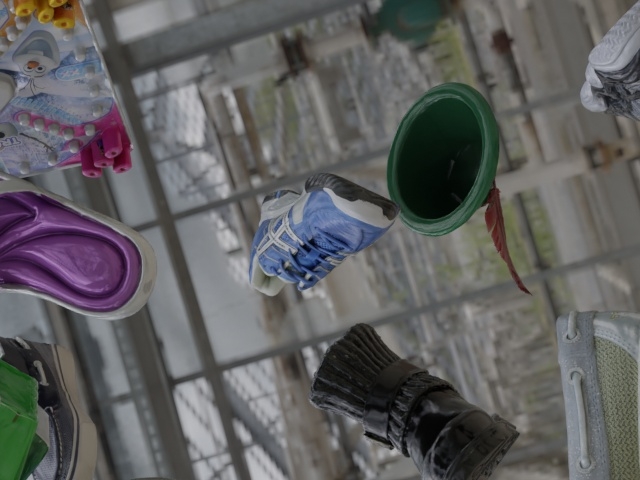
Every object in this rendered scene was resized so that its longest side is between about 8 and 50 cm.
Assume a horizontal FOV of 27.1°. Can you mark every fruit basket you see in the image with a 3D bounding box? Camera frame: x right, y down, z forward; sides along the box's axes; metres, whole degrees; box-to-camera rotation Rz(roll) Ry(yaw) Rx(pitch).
[{"bbox_3d":[-0.426,0.295,1.432,0.353,0.165,0.327,-65,14,1],"label":"fruit basket"}]

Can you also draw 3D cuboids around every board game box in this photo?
[{"bbox_3d":[-0.468,-0.175,1.721,0.390,0.389,0.050,80,177,-58],"label":"board game box"}]

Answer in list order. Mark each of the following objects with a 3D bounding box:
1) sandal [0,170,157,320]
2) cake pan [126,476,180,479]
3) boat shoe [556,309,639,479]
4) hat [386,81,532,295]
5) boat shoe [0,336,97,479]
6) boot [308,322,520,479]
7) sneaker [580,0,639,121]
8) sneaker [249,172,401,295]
[{"bbox_3d":[-0.402,-0.007,1.670,0.102,0.416,0.169,22,-102,-71],"label":"sandal"},{"bbox_3d":[-0.184,0.389,1.347,0.054,0.293,0.293,57,-161,-55],"label":"cake pan"},{"bbox_3d":[0.191,0.200,0.860,0.118,0.103,0.321,29,-115,-59],"label":"boat shoe"},{"bbox_3d":[0.198,-0.074,1.598,0.183,0.209,0.173,8,-150,-40],"label":"hat"},{"bbox_3d":[-0.410,0.242,1.800,0.158,0.127,0.340,20,-163,-27],"label":"boat shoe"},{"bbox_3d":[0.104,0.216,1.655,0.260,0.131,0.348,34,179,10],"label":"boot"},{"bbox_3d":[0.321,-0.124,1.200,0.153,0.101,0.268,45,-175,12],"label":"sneaker"},{"bbox_3d":[0.000,0.000,1.081,0.211,0.080,0.081,-23,44,68],"label":"sneaker"}]
